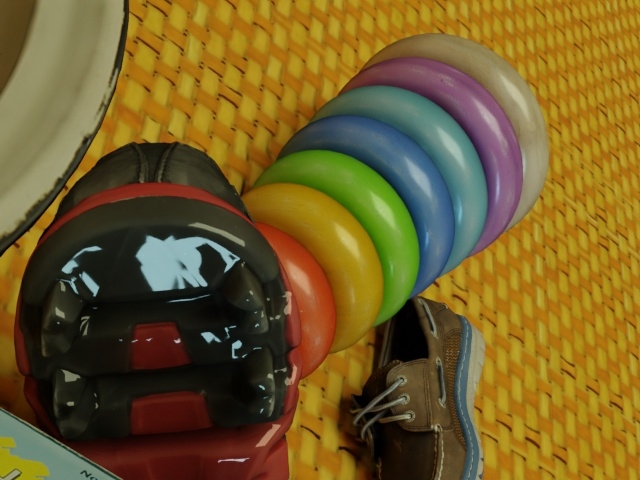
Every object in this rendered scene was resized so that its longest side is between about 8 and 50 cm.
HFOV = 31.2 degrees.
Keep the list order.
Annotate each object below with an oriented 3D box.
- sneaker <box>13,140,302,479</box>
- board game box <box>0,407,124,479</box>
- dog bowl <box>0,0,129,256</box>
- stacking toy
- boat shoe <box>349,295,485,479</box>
[{"bbox_3d":[-0.058,0.083,0.442,0.097,0.276,0.135,-3,30,-8],"label":"sneaker"},{"bbox_3d":[-0.149,0.163,0.256,0.142,0.144,0.275,27,28,12],"label":"board game box"},{"bbox_3d":[-0.269,-0.126,0.367,0.408,0.150,0.408,27,48,-35],"label":"dog bowl"},{"bbox_3d":[0.000,0.000,0.617,0.141,0.141,0.330,57,42,-5],"label":"stacking toy"},{"bbox_3d":[0.050,0.102,0.662,0.066,0.066,0.183,39,32,-19],"label":"boat shoe"}]
